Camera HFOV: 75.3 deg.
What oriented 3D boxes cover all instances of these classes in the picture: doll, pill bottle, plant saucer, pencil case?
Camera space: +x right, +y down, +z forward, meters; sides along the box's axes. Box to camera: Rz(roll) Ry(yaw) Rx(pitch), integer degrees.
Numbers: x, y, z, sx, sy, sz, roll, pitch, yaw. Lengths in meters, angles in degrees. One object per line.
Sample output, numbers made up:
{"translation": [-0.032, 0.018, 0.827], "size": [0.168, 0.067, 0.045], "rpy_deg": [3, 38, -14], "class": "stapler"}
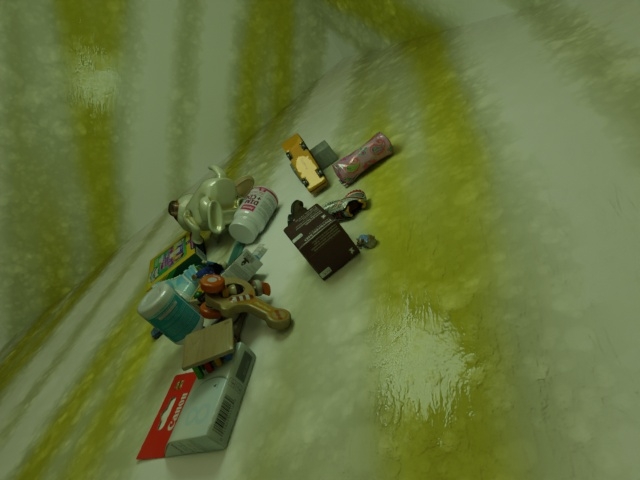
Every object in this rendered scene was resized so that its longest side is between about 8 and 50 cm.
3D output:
{"translation": [-0.502, 0.138, 1.907], "size": [0.189, 0.129, 0.046], "rpy_deg": [-34, -23, -51], "class": "doll"}
{"translation": [-0.330, -0.128, 2.048], "size": [0.160, 0.160, 0.283], "rpy_deg": [-14, 37, 35], "class": "pill bottle"}
{"translation": [-0.408, 0.055, 2.017], "size": [0.067, 0.018, 0.192], "rpy_deg": [-24, 32, 23], "class": "plant saucer"}
{"translation": [0.191, -0.368, 1.875], "size": [0.284, 0.124, 0.124], "rpy_deg": [-36, 29, 4], "class": "pencil case"}
{"translation": [-0.545, 0.295, 1.567], "size": [0.146, 0.264, 0.146], "rpy_deg": [-28, 29, 17], "class": "pill bottle"}

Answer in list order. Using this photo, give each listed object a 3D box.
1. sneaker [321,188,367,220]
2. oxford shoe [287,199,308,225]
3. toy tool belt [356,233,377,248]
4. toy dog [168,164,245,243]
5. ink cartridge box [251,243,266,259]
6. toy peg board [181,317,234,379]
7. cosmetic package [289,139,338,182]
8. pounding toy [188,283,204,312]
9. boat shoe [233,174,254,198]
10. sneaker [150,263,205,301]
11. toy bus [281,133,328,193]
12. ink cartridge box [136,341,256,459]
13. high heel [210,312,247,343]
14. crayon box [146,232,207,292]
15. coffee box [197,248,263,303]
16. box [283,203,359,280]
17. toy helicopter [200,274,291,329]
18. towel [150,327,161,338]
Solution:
{"translation": [0.083, -0.124, 1.665], "size": [0.225, 0.088, 0.092], "rpy_deg": [-31, 31, 12], "class": "sneaker"}
{"translation": [-0.088, -0.117, 1.873], "size": [0.096, 0.082, 0.227], "rpy_deg": [-7, 33, 7], "class": "oxford shoe"}
{"translation": [0.153, -0.004, 1.452], "size": [0.083, 0.051, 0.052], "rpy_deg": [-3, 43, 46], "class": "toy tool belt"}
{"translation": [-0.620, -0.167, 2.175], "size": [0.408, 0.395, 0.285], "rpy_deg": [-11, 11, 39], "class": "toy dog"}
{"translation": [-0.277, 0.054, 1.863], "size": [0.048, 0.028, 0.083], "rpy_deg": [2, 47, 48], "class": "ink cartridge box"}
{"translation": [-0.340, 0.348, 1.311], "size": [0.161, 0.079, 0.161], "rpy_deg": [-20, 27, -3], "class": "toy peg board"}
{"translation": [-0.038, -0.421, 2.214], "size": [0.238, 0.107, 0.127], "rpy_deg": [-36, 29, 9], "class": "cosmetic package"}
{"translation": [-0.436, 0.195, 1.767], "size": [0.181, 0.094, 0.206], "rpy_deg": [-13, 38, 37], "class": "pounding toy"}
{"translation": [-0.514, -0.246, 2.477], "size": [0.341, 0.122, 0.110], "rpy_deg": [-48, 34, 2], "class": "boat shoe"}
{"translation": [-0.659, 0.201, 1.978], "size": [0.319, 0.127, 0.208], "rpy_deg": [8, 54, 40], "class": "sneaker"}
{"translation": [-0.073, -0.375, 2.060], "size": [0.108, 0.130, 0.332], "rpy_deg": [-33, 68, 7], "class": "toy bus"}
{"translation": [-0.410, 0.502, 1.303], "size": [0.385, 0.091, 0.308], "rpy_deg": [-20, 33, 26], "class": "ink cartridge box"}
{"translation": [-0.294, 0.283, 1.489], "size": [0.186, 0.093, 0.261], "rpy_deg": [-44, 26, -13], "class": "high heel"}
{"translation": [-0.771, 0.122, 2.228], "size": [0.313, 0.106, 0.363], "rpy_deg": [-39, 29, 0], "class": "crayon box"}
{"translation": [-0.359, 0.164, 1.657], "size": [0.246, 0.098, 0.141], "rpy_deg": [-51, 8, -35], "class": "coffee box"}
{"translation": [0.000, 0.000, 1.495], "size": [0.168, 0.167, 0.203], "rpy_deg": [-39, 29, -3], "class": "box"}
{"translation": [-0.239, 0.214, 1.452], "size": [0.355, 0.140, 0.235], "rpy_deg": [21, 27, 29], "class": "toy helicopter"}
{"translation": [-0.704, 0.384, 1.854], "size": [0.119, 0.029, 0.067], "rpy_deg": [-43, 30, -9], "class": "towel"}
